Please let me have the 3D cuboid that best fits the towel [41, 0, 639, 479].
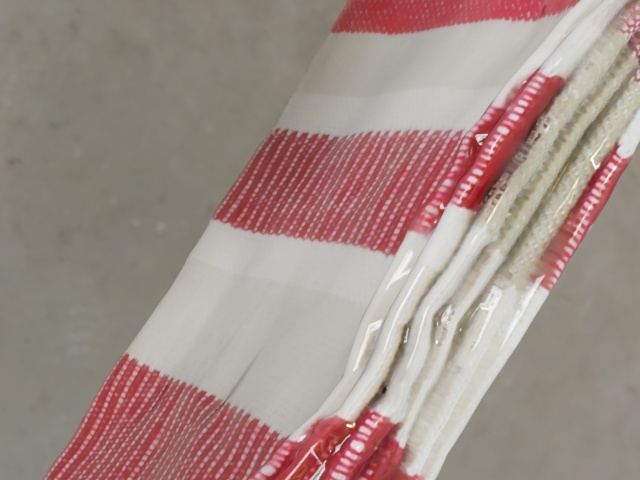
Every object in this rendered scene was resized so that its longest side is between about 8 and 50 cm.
[{"bbox_3d":[0.000,0.000,0.497,0.037,0.237,0.329,33,83,-14],"label":"towel"}]
